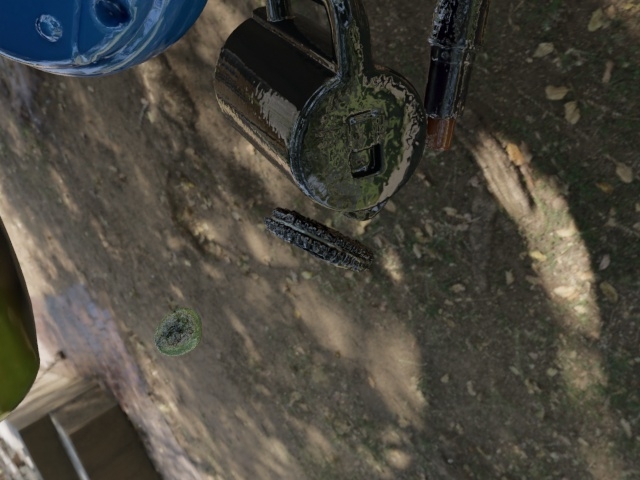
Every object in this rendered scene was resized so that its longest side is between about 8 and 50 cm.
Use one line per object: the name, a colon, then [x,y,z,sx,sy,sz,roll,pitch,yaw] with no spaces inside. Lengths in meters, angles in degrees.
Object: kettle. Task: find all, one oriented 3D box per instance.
kettle: [0.002,-0.206,0.775,0.308,0.203,0.262,50,125,53]

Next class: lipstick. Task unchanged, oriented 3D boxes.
lipstick: [0.191,-0.275,0.841,0.081,0.081,0.300,31,126,37]

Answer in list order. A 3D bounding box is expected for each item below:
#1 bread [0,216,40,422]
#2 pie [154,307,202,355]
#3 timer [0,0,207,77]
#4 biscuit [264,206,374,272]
bread: [-0.304,-0.008,0.268,0.208,0.251,0.377,19,132,29]
pie: [-0.228,0.145,0.935,0.084,0.084,0.021,40,169,28]
timer: [-0.209,-0.273,0.328,0.340,0.115,0.309,26,124,1]
biscuit: [0.000,0.000,0.948,0.194,0.194,0.053,25,90,41]
